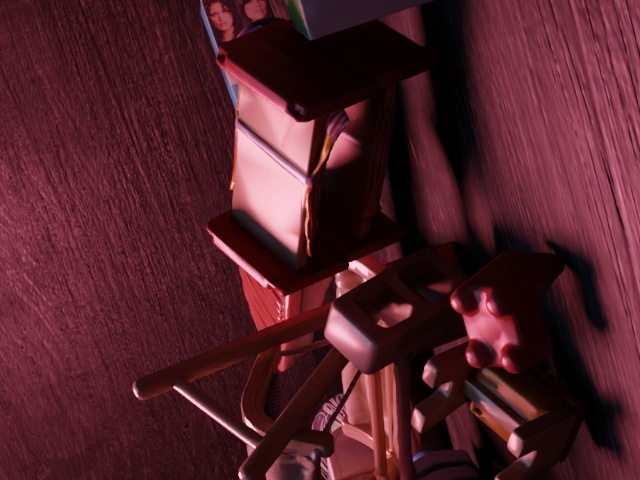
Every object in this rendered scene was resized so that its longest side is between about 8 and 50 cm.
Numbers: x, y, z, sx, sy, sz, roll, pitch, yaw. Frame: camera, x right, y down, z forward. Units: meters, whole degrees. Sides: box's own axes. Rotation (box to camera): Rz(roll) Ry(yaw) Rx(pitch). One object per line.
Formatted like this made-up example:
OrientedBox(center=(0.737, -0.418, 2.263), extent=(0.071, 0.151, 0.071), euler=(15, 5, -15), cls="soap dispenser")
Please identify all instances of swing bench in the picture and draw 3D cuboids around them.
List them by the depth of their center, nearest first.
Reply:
OrientedBox(center=(-0.006, 0.183, 1.102), extent=(0.165, 0.255, 0.253), euler=(31, 142, 37), cls="swing bench")

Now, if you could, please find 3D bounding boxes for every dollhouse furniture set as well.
OrientedBox(center=(0.079, -0.008, 0.964), extent=(0.374, 0.152, 0.201), euler=(40, 140, 30), cls="dollhouse furniture set")

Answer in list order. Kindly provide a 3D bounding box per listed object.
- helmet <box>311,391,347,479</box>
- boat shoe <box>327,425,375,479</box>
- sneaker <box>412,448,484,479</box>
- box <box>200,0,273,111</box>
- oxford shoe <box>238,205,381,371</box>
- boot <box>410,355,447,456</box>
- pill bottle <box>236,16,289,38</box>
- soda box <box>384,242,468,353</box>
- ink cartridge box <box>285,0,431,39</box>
OrientedBox(center=(0.064, 0.305, 1.836), extent=(0.161, 0.169, 0.169), euler=(56, 175, -6), cls="helmet")
OrientedBox(center=(0.052, 0.312, 1.238), extent=(0.319, 0.116, 0.099), euler=(-91, -2, -62), cls="boat shoe")
OrientedBox(center=(0.141, 0.290, 1.304), extent=(0.319, 0.127, 0.208), euler=(82, 166, -55), cls="sneaker")
OrientedBox(center=(-0.100, -0.268, 1.869), extent=(0.060, 0.101, 0.244), euler=(106, 145, -76), cls="box")
OrientedBox(center=(0.000, 0.000, 1.337), extent=(0.140, 0.147, 0.397), euler=(59, 154, 33), cls="oxford shoe")
OrientedBox(center=(0.103, 0.209, 1.537), extent=(0.207, 0.090, 0.248), euler=(77, 175, -56), cls="boot")
OrientedBox(center=(-0.048, -0.221, 1.524), extent=(0.193, 0.108, 0.108), euler=(-131, 23, -73), cls="pill bottle")
OrientedBox(center=(0.090, 0.065, 1.276), extent=(0.263, 0.084, 0.092), euler=(143, 107, -83), cls="soda box")
OrientedBox(center=(0.011, -0.266, 0.900), extent=(0.062, 0.109, 0.209), euler=(-123, 16, -62), cls="ink cartridge box")
